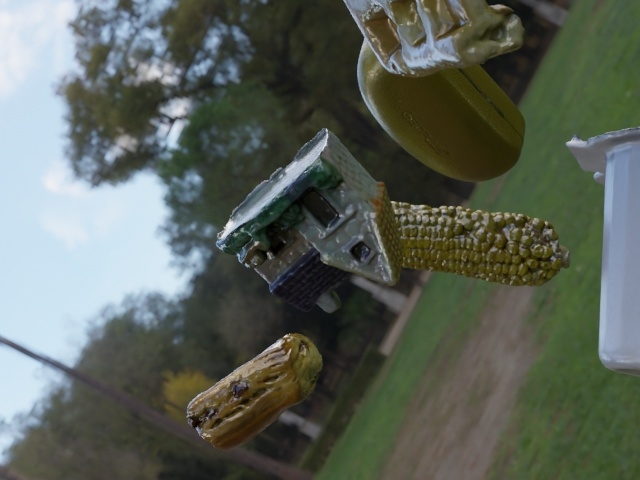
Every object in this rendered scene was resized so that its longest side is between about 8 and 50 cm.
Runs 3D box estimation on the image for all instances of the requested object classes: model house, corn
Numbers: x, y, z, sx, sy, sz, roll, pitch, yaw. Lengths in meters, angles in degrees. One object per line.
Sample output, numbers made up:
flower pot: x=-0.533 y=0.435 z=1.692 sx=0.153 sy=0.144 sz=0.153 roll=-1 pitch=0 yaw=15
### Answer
model house: x=0.000 y=0.000 z=0.811 sx=0.100 sy=0.100 sz=0.088 roll=-40 pitch=12 yaw=15
corn: x=0.164 y=0.001 z=1.586 sx=0.097 sy=0.319 sz=0.097 roll=-173 pitch=90 yaw=-86

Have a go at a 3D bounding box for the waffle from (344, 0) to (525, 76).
waffle: x=0.042 y=-0.298 z=1.108 sx=0.077 sy=0.348 sz=0.304 roll=-33 pitch=10 yaw=-6

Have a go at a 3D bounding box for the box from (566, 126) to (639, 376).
box: x=0.329 y=0.023 z=1.096 sx=0.291 sy=0.262 sz=0.206 roll=-9 pitch=71 yaw=62

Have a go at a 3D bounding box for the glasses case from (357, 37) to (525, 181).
glasses case: x=0.198 y=-0.235 z=2.122 sx=0.173 sy=0.371 sz=0.141 roll=-15 pitch=47 yaw=40

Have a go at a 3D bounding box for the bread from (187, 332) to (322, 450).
bread: x=-0.093 y=0.230 z=1.842 sx=0.210 sy=0.099 sz=0.235 roll=-34 pitch=-4 yaw=5
